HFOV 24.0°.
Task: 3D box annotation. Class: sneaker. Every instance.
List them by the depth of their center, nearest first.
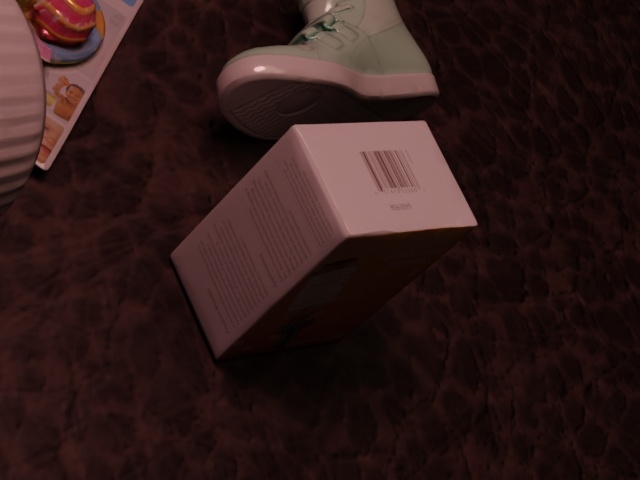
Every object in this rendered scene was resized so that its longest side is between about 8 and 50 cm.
[{"bbox_3d":[-0.016,-0.169,1.234,0.256,0.094,0.151,-7,70,-53],"label":"sneaker"}]

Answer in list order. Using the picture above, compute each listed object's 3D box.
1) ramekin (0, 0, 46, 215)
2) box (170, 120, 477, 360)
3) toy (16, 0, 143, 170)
[{"bbox_3d":[-0.259,-0.085,0.896,0.109,0.207,0.207,-12,68,-54],"label":"ramekin"},{"bbox_3d":[0.000,0.000,1.063,0.130,0.170,0.091,-7,63,-43],"label":"box"},{"bbox_3d":[-0.208,-0.171,1.107,0.137,0.056,0.237,35,43,-15],"label":"toy"}]
